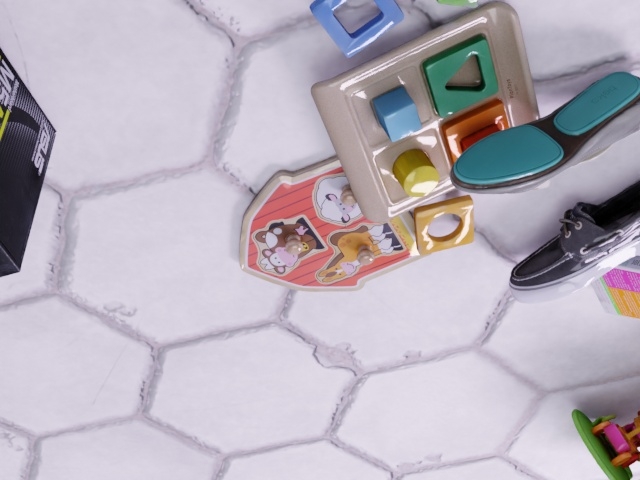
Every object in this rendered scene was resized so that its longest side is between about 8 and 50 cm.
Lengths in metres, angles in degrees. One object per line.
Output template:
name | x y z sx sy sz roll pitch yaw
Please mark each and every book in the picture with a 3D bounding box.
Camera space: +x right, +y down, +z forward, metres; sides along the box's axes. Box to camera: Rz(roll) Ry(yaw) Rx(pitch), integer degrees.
book | 0.362 0.054 1.017 0.144 0.035 0.096 15 152 50

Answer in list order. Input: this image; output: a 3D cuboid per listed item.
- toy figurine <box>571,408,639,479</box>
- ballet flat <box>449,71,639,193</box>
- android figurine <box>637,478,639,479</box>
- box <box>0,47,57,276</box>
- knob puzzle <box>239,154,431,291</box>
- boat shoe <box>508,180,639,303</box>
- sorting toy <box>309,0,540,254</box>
toy figurine | 0.439 0.240 1.225 0.159 0.130 0.173 -37 148 16
ballet flat | 0.218 -0.083 0.871 0.213 0.072 0.068 -29 139 -11
android figurine | 0.462 0.308 1.195 0.056 0.273 0.248 43 139 15
box | -0.293 -0.095 0.772 0.045 0.191 0.184 -16 132 12
knob puzzle | 0.000 0.000 0.999 0.213 0.030 0.213 -2 134 -3
boat shoe | 0.293 -0.012 0.986 0.228 0.080 0.076 -27 113 24
sorting toy | 0.110 -0.106 0.878 0.196 0.047 0.348 -23 132 4
